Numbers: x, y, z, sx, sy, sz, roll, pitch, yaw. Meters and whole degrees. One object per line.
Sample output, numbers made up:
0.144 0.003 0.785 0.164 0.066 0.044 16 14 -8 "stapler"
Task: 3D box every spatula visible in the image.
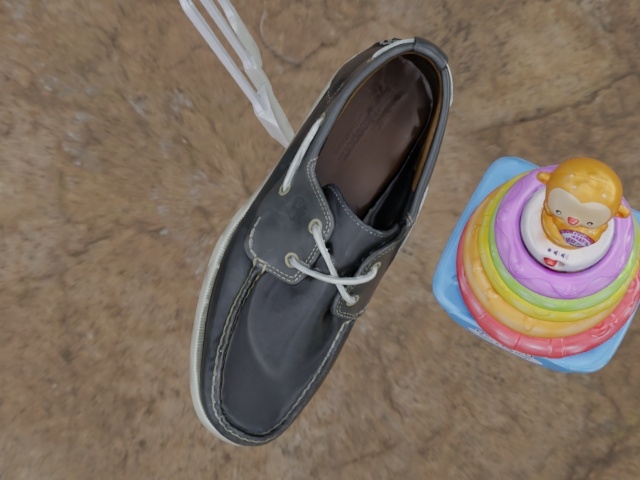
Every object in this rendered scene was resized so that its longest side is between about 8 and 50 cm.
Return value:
-0.079 -0.185 1.032 0.019 0.242 0.168 -22 58 9 "spatula"

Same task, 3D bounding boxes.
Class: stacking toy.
0.190 -0.002 0.906 0.175 0.302 0.165 26 81 9 "stacking toy"

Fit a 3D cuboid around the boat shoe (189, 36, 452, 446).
0.000 0.000 0.602 0.084 0.079 0.233 28 85 -16 "boat shoe"
